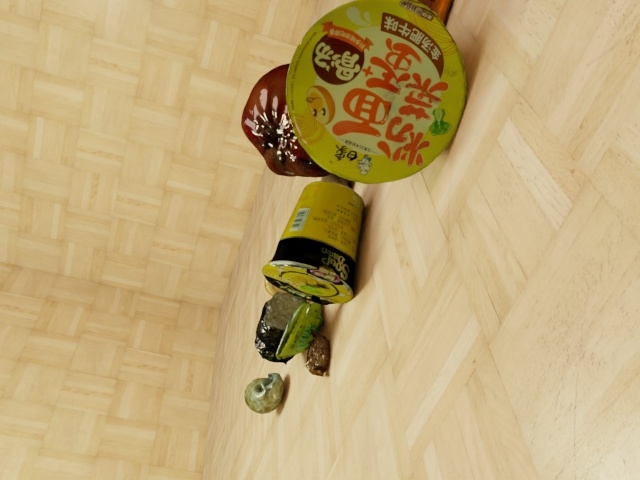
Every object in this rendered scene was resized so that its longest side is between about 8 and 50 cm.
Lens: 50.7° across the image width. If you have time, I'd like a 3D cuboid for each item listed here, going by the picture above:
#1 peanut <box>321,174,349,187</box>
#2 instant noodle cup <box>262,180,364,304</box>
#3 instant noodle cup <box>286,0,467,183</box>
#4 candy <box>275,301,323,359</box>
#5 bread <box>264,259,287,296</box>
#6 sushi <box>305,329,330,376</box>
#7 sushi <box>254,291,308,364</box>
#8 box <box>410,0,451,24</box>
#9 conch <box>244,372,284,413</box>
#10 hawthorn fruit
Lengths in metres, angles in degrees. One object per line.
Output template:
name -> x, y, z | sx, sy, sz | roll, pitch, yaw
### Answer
peanut -> 0.038, -0.150, 1.761 | 0.152, 0.076, 0.076 | -84, 14, -48
instant noodle cup -> 0.000, 0.000, 1.519 | 0.215, 0.215, 0.236 | 133, 155, -66
instant noodle cup -> 0.094, -0.272, 1.213 | 0.221, 0.311, 0.311 | -90, 16, -75
candy -> -0.036, 0.214, 1.659 | 0.246, 0.069, 0.149 | -1, -66, -82
bread -> -0.108, 0.103, 2.027 | 0.073, 0.122, 0.149 | -162, 85, -74
sushi -> -0.005, 0.266, 1.565 | 0.055, 0.052, 0.120 | 95, -177, -51
sushi -> -0.107, 0.236, 1.828 | 0.225, 0.124, 0.127 | -72, -3, -67
box -> 0.153, -0.402, 1.432 | 0.264, 0.116, 0.415 | -116, 42, -69
conch -> -0.157, 0.442, 1.934 | 0.173, 0.106, 0.116 | -36, 19, 44
hawthorn fruit -> -0.031, -0.308, 1.728 | 0.325, 0.308, 0.308 | -14, -53, -55
